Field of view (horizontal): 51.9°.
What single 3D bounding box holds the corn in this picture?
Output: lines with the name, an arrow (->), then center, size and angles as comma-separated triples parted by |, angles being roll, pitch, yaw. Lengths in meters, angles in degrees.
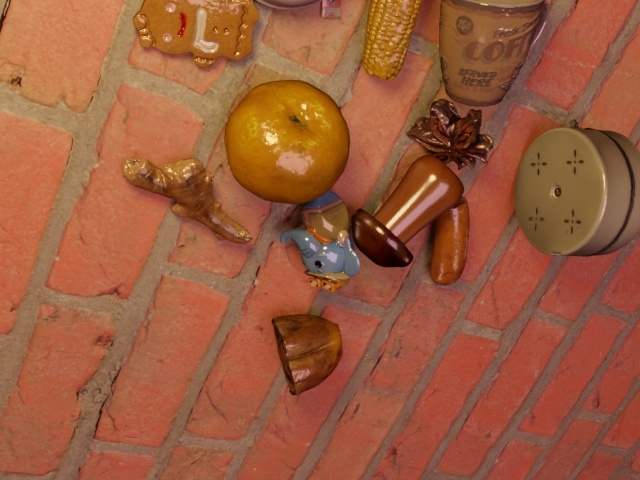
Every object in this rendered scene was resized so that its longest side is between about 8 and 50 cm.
corn -> 0.170, -0.534, 1.437 | 0.120, 0.120, 0.363 | 0, 116, -22

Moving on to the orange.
orange -> -0.072, -0.209, 1.431 | 0.279, 0.235, 0.279 | 5, 72, -15

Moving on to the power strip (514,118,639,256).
power strip -> 0.677, -0.136, 1.725 | 0.161, 0.357, 0.358 | -1, 116, -23

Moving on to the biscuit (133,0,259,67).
biscuit -> -0.252, -0.442, 1.341 | 0.248, 0.035, 0.184 | 4, 128, -20

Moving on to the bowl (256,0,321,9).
bowl -> -0.054, -0.596, 1.293 | 0.286, 0.144, 0.287 | -7, 117, -14

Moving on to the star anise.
star anise -> 0.319, -0.261, 1.603 | 0.099, 0.220, 0.214 | -53, 134, -22

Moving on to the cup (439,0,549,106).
cup -> 0.405, -0.465, 1.533 | 0.301, 0.227, 0.257 | -21, 135, -27

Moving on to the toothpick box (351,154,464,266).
toothpick box -> 0.216, -0.067, 1.664 | 0.294, 0.192, 0.192 | -45, 123, -2

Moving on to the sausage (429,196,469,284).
sausage -> 0.355, 0.007, 1.804 | 0.108, 0.109, 0.271 | -11, 122, -16

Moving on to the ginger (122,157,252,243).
ginger -> -0.288, -0.097, 1.500 | 0.148, 0.081, 0.333 | -40, 123, 7

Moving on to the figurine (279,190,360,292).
figurine -> 0.003, -0.002, 1.629 | 0.180, 0.154, 0.262 | -19, 96, 23

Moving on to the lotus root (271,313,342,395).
lotus root -> -0.024, 0.288, 1.737 | 0.179, 0.199, 0.188 | -12, 127, -10

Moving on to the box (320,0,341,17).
box -> 0.024, -0.532, 1.441 | 0.046, 0.012, 0.083 | -8, 117, -19
